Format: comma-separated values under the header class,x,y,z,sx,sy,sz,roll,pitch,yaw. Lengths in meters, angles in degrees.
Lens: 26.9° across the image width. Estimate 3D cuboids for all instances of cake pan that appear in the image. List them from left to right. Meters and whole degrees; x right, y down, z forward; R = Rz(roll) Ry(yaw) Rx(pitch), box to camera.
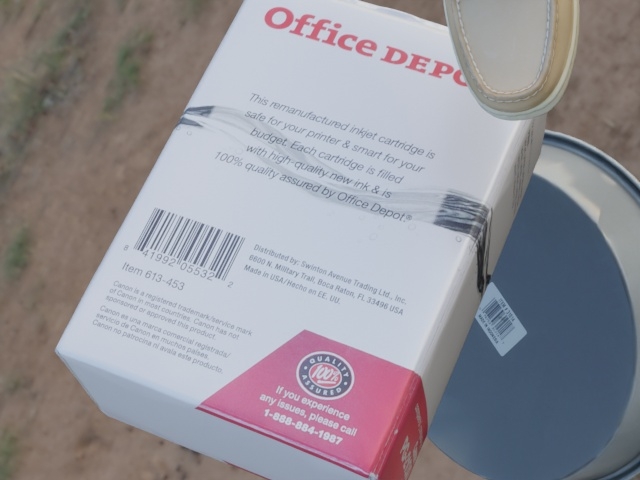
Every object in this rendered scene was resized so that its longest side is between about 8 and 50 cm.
class,x,y,z,sx,sy,sz,roll,pitch,yaw
cake pan,0.152,0.061,1.041,0.293,0.054,0.293,11,105,44

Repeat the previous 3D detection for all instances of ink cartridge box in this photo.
class,x,y,z,sx,sy,sz,roll,pitch,yaw
ink cartridge box,0.000,0.000,0.699,0.172,0.100,0.237,19,68,15

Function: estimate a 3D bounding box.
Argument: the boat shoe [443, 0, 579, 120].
class,x,y,z,sx,sy,sz,roll,pitch,yaw
boat shoe,0.073,-0.138,0.575,0.063,0.059,0.170,-9,81,22
